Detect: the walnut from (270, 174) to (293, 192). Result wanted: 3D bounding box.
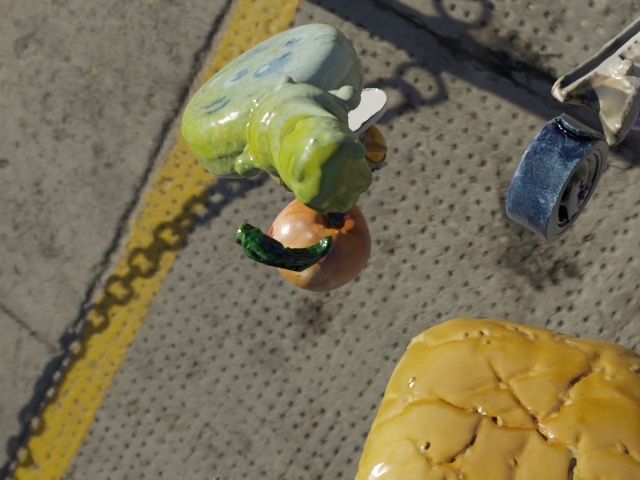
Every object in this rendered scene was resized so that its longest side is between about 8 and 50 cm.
[{"bbox_3d":[-0.034,-0.120,1.474,0.082,0.079,0.096,27,82,46],"label":"walnut"}]

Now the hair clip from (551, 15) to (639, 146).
[{"bbox_3d":[0.280,-0.177,0.819,0.084,0.292,0.106,35,150,6],"label":"hair clip"}]

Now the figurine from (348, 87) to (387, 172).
[{"bbox_3d":[0.038,-0.196,2.027,0.250,0.166,0.141,-17,129,11],"label":"figurine"}]

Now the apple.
[{"bbox_3d":[0.000,0.000,1.933,0.209,0.209,0.164,54,144,11],"label":"apple"}]

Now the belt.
[{"bbox_3d":[0.301,-0.082,1.271,0.082,0.190,0.141,34,78,23],"label":"belt"}]

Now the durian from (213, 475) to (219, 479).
[{"bbox_3d":[-0.150,0.546,1.547,0.355,0.157,0.169,-133,35,-55],"label":"durian"}]

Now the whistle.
[{"bbox_3d":[-0.012,-0.057,0.498,0.104,0.198,0.057,-34,116,-1],"label":"whistle"}]

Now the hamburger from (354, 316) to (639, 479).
[{"bbox_3d":[0.185,0.212,0.882,0.319,0.318,0.158,14,143,23],"label":"hamburger"}]

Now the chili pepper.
[{"bbox_3d":[-0.066,0.016,1.792,0.182,0.050,0.073,10,59,-12],"label":"chili pepper"}]
